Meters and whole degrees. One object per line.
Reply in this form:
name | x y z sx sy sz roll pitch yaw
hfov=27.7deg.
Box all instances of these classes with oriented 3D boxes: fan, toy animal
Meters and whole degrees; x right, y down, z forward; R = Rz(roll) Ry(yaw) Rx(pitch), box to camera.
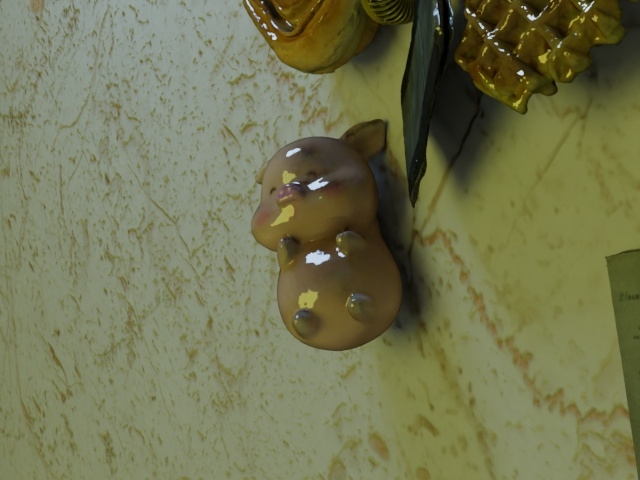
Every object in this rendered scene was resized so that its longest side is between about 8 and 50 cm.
fan | 0.088 -0.302 1.354 0.039 0.082 0.155 9 89 51
toy animal | 0.011 -0.001 1.428 0.154 0.166 0.250 55 -157 -68

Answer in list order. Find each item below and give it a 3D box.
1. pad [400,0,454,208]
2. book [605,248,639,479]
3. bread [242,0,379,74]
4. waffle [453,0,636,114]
pad | 0.101 -0.169 1.278 0.233 0.022 0.174 95 175 -49
book | 0.325 0.138 1.040 0.215 0.025 0.283 -10 84 58
bread | -0.008 -0.301 1.463 0.236 0.120 0.198 59 138 39
waffle | 0.190 -0.232 1.139 0.249 0.056 0.253 6 78 57
